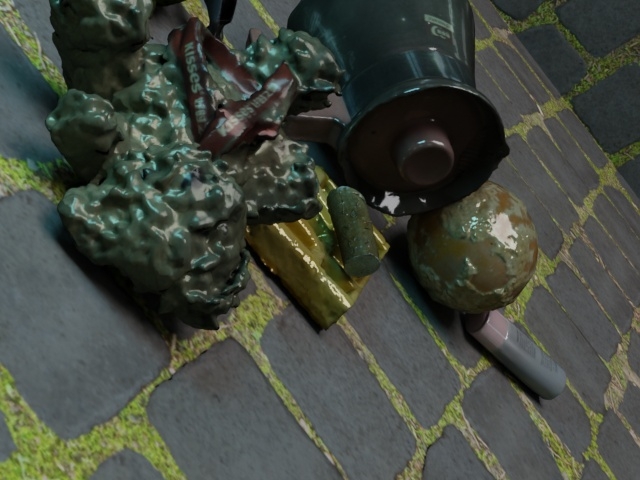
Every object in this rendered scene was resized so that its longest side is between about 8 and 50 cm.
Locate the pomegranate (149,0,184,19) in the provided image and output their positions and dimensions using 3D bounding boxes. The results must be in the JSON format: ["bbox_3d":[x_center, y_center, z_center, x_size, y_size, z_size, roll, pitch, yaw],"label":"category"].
[{"bbox_3d":[-0.210,-0.376,1.686,0.148,0.148,0.169,35,40,-37],"label":"pomegranate"}]

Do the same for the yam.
[{"bbox_3d":[0.043,-0.011,1.591,0.054,0.054,0.132,35,29,-37],"label":"yam"}]

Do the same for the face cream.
[{"bbox_3d":[0.307,0.175,1.971,0.198,0.057,0.084,40,25,-23],"label":"face cream"}]

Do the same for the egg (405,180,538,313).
[{"bbox_3d":[0.229,0.002,1.884,0.203,0.203,0.245,40,19,-27],"label":"egg"}]

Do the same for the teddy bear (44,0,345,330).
[{"bbox_3d":[-0.133,-0.085,1.326,0.357,0.224,0.368,17,42,-33],"label":"teddy bear"}]

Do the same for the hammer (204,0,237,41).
[{"bbox_3d":[-0.198,-0.425,1.827,0.037,0.137,0.290,-9,51,-34],"label":"hammer"}]

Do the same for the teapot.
[{"bbox_3d":[0.079,-0.228,1.823,0.375,0.306,0.362,4,39,-18],"label":"teapot"}]

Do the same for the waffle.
[{"bbox_3d":[0.000,0.000,1.635,0.168,0.057,0.274,51,23,-4],"label":"waffle"}]
